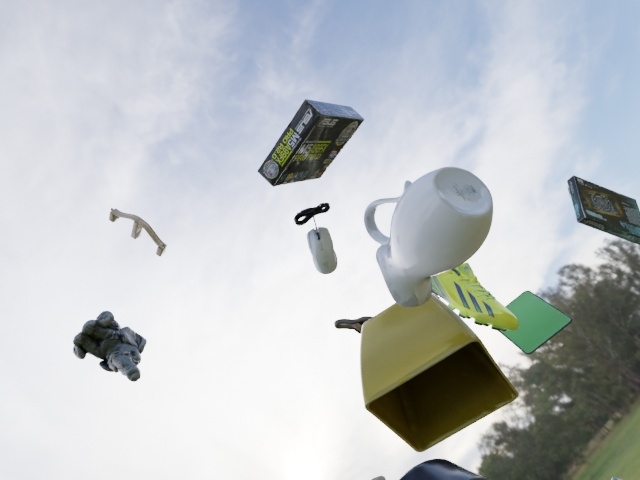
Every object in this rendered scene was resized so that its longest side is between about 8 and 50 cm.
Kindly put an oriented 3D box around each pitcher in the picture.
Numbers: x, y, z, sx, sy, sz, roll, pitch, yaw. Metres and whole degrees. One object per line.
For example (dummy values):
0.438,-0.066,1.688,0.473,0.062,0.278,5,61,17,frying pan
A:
0.139,-0.024,0.674,0.125,0.178,0.207,-22,-25,-29,pitcher

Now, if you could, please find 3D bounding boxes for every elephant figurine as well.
-0.612,0.342,1.414,0.169,0.239,0.186,-59,-4,31,elephant figurine

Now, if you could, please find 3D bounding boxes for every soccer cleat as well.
0.346,0.116,1.113,0.093,0.289,0.121,23,-84,-44,soccer cleat

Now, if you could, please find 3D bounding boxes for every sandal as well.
0.164,0.375,2.026,0.219,0.060,0.090,-4,-38,13,sandal

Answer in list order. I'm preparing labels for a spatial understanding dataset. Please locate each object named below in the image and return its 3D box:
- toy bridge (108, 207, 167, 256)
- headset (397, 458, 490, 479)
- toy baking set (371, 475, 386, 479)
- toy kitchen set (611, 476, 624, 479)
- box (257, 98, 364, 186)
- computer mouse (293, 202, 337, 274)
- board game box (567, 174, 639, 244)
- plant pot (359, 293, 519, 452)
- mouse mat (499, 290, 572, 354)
-0.492,-0.034,1.253,0.026,0.188,0.063,-47,-10,-51,toy bridge
0.026,0.360,0.390,0.394,0.185,0.244,-34,-63,-39,headset
0.069,0.552,0.898,0.256,0.196,0.030,-26,-74,-32,toy baking set
0.674,0.671,1.035,0.122,0.207,0.166,10,-68,-1,toy kitchen set
-0.017,-0.245,1.187,0.216,0.060,0.270,-50,-12,25,box
0.000,0.000,1.272,0.106,0.193,0.042,-17,3,0,computer mouse
0.662,-0.069,1.074,0.186,0.126,0.026,17,-36,-13,board game box
0.189,0.217,0.851,0.212,0.187,0.212,-35,-55,10,plant pot
0.568,0.220,1.277,0.152,0.190,0.007,-38,-68,1,mouse mat
